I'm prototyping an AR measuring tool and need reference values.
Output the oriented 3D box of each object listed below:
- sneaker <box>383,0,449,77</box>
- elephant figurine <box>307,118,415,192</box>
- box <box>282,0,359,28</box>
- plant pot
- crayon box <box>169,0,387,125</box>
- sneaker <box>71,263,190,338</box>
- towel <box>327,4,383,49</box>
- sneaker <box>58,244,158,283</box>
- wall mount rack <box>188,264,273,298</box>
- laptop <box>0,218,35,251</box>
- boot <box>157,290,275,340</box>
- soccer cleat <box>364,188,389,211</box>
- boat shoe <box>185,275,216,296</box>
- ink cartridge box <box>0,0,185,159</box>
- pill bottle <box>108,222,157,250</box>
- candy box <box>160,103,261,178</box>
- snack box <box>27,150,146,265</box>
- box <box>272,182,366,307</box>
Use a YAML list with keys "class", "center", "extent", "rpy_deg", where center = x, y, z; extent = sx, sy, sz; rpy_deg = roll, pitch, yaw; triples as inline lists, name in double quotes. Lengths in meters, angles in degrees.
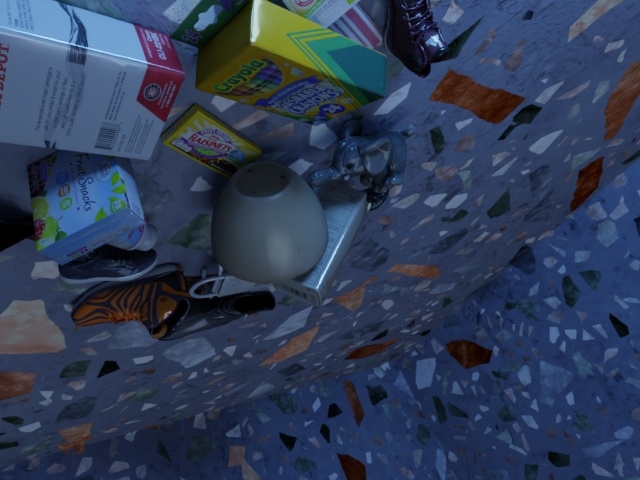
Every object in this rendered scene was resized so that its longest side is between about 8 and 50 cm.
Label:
- class: "sneaker"
  center: [0.190, -0.421, 0.874]
  extent: [0.106, 0.162, 0.281]
  rpy_deg: [-25, 151, -3]
- class: "elephant figurine"
  center: [0.102, -0.207, 1.150]
  extent: [0.169, 0.186, 0.239]
  rpy_deg: [-8, 168, 38]
- class: "box"
  center: [0.019, -0.446, 0.757]
  extent: [0.203, 0.103, 0.114]
  rpy_deg: [-35, 151, 15]
- class: "plant pot"
  center: [-0.125, -0.070, 1.096]
  extent: [0.284, 0.284, 0.191]
  rpy_deg: [-19, 140, -14]
- class: "crayon box"
  center: [-0.071, -0.297, 0.818]
  extent: [0.323, 0.083, 0.203]
  rpy_deg: [8, 171, -36]
- class: "sneaker"
  center: [-0.508, 0.196, 1.290]
  extent: [0.321, 0.180, 0.124]
  rpy_deg: [-24, 151, -5]
- class: "towel"
  center: [0.015, -0.379, 0.944]
  extent: [0.197, 0.029, 0.144]
  rpy_deg: [-39, 146, 20]
- class: "sneaker"
  center: [-0.500, 0.028, 1.122]
  extent: [0.226, 0.086, 0.163]
  rpy_deg: [-10, 150, -25]
- class: "wall mount rack"
  center: [-0.207, 0.044, 1.357]
  extent: [0.350, 0.130, 0.304]
  rpy_deg: [-9, 150, -30]
- class: "laptop"
  center: [-0.810, -0.042, 0.829]
  extent: [0.382, 0.236, 0.408]
  rpy_deg: [-27, 180, 1]
- class: "boot"
  center: [-0.322, 0.211, 1.452]
  extent: [0.338, 0.118, 0.223]
  rpy_deg: [-16, 179, -44]
- class: "soccer cleat"
  center: [0.123, -0.113, 1.429]
  extent: [0.179, 0.060, 0.072]
  rpy_deg: [-31, 150, 13]
- class: "boat shoe"
  center: [-0.366, 0.148, 1.452]
  extent: [0.178, 0.060, 0.064]
  rpy_deg: [2, 140, -41]
- class: "ink cartridge box"
  center: [-0.385, -0.246, 0.742]
  extent: [0.273, 0.114, 0.197]
  rpy_deg: [0, 142, -41]
- class: "pill bottle"
  center: [-0.450, -0.028, 1.071]
  extent: [0.087, 0.087, 0.160]
  rpy_deg: [-35, 151, 15]
- class: "candy box"
  center: [-0.229, -0.206, 1.025]
  extent: [0.105, 0.027, 0.206]
  rpy_deg: [-39, 149, 17]
- class: "snack box"
  center: [-0.430, -0.085, 0.870]
  extent: [0.174, 0.207, 0.070]
  rpy_deg: [-26, 151, 0]
- class: "box"
  center: [0.000, 0.000, 1.256]
  extent: [0.311, 0.148, 0.121]
  rpy_deg: [-61, 162, -24]
